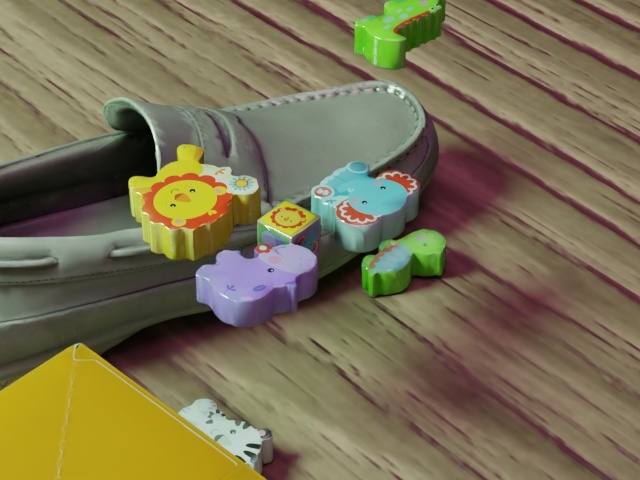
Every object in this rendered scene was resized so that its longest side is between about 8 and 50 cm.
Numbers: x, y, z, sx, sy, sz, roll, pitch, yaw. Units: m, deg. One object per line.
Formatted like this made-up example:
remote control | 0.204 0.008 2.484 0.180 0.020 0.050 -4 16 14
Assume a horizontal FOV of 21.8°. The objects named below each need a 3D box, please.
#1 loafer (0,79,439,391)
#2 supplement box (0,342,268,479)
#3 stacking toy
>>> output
loafer | -0.075 -0.023 0.859 0.319 0.111 0.112 -24 45 -25
supplement box | -0.101 0.179 0.550 0.129 0.194 0.191 31 50 33
stacking toy | 0.000 0.000 0.787 0.052 0.167 0.221 26 46 29
